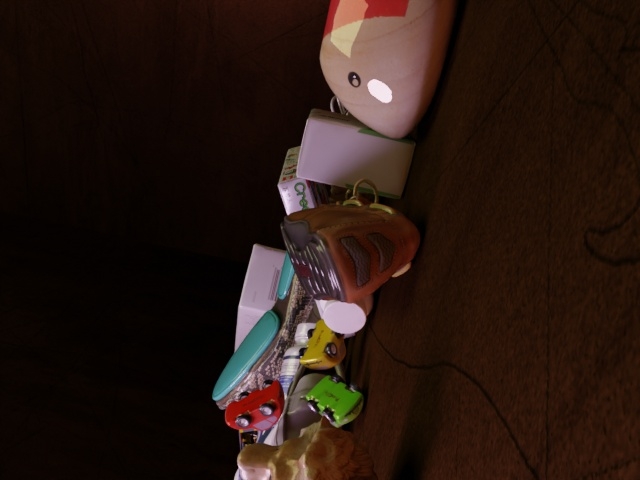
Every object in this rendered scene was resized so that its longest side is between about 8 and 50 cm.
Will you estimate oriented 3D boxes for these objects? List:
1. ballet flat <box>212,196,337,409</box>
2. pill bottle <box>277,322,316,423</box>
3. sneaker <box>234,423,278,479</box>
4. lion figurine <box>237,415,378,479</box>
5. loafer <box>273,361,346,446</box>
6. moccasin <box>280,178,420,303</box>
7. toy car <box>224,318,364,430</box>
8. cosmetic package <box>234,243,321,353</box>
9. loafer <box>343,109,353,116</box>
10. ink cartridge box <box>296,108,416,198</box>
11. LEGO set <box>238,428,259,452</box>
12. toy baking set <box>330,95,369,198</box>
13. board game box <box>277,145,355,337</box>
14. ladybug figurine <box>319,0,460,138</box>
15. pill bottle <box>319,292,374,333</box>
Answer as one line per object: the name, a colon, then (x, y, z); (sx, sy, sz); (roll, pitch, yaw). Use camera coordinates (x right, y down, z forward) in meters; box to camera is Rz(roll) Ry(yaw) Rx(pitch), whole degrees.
ballet flat: (-0.041, 0.152, 1.600); (0.483, 0.182, 0.164); (-64, 15, 4)
pill bottle: (-0.020, 0.255, 1.477); (0.112, 0.112, 0.187); (108, 174, -70)
sneaker: (-0.041, 0.385, 1.632); (0.236, 0.130, 0.323); (-46, 6, 42)
lion figurine: (-0.008, 0.370, 0.693); (0.240, 0.142, 0.392); (120, 150, -57)
loafer: (-0.013, 0.266, 1.255); (0.319, 0.112, 0.111); (-83, -3, -72)
moccasin: (0.035, -0.001, 1.062); (0.380, 0.147, 0.139); (158, 90, -79)
toy car: (-0.006, 0.223, 1.155); (0.239, 0.053, 0.225); (-42, 27, -18)
cosmetic package: (-0.081, 0.182, 1.941); (0.453, 0.230, 0.161); (109, 173, -66)
loafer: (0.095, -0.317, 1.425); (0.134, 0.130, 0.366); (-102, 24, -84)
ink cartridge box: (0.051, -0.140, 1.227); (0.219, 0.160, 0.093); (-84, 6, -78)
LEGO set: (-0.085, 0.425, 1.914); (0.255, 0.192, 0.331); (66, -164, -61)
toy baking set: (0.058, -0.184, 1.553); (0.197, 0.030, 0.256); (62, -148, -21)
board game box: (0.000, 0.000, 1.407); (0.193, 0.053, 0.305); (-84, -22, -66)
ladybug figurine: (0.103, -0.364, 1.093); (0.305, 0.162, 0.449); (109, 173, -74)
pill bottle: (0.042, 0.071, 1.233); (0.152, 0.086, 0.086); (-80, 3, -54)
